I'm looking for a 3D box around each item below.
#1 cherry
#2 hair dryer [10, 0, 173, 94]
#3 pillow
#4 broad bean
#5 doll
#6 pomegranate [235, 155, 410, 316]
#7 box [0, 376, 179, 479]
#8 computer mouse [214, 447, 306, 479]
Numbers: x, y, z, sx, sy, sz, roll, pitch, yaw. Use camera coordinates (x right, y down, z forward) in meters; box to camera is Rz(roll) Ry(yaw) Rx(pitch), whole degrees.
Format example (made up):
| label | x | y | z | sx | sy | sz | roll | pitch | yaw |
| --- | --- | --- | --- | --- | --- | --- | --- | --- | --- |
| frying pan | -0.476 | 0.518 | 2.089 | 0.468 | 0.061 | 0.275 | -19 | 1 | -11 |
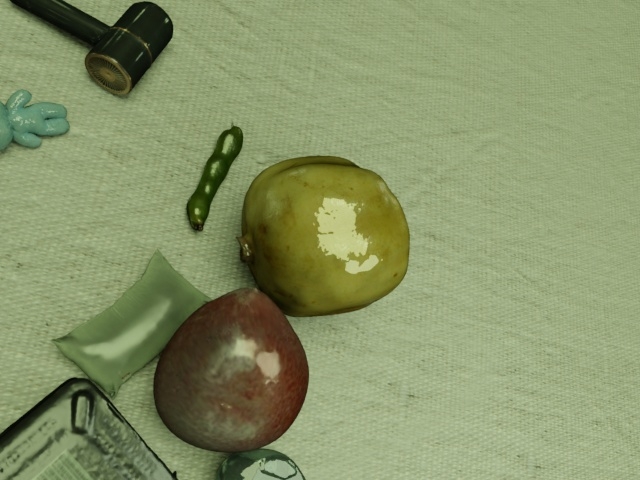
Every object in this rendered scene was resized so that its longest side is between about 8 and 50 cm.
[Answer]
| label | x | y | z | sx | sy | sz | roll | pitch | yaw |
| --- | --- | --- | --- | --- | --- | --- | --- | --- | --- |
| cherry | -0.142 | 0.223 | 1.045 | 0.261 | 0.308 | 0.221 | 10 | 23 | -20 |
| hair dryer | -0.487 | -0.454 | 1.242 | 0.352 | 0.107 | 0.189 | 29 | 60 | -5 |
| pillow | -0.323 | 0.140 | 1.094 | 0.144 | 0.078 | 0.254 | 46 | 61 | -2 |
| broad bean | -0.216 | -0.130 | 1.258 | 0.052 | 0.052 | 0.256 | 48 | 52 | -46 |
| doll | -0.560 | -0.220 | 1.136 | 0.179 | 0.075 | 0.120 | -20 | 110 | -48 |
| pomegranate | 0.000 | 0.000 | 1.154 | 0.332 | 0.332 | 0.333 | 8 | 68 | -21 |
| box | -0.389 | 0.400 | 0.956 | 0.289 | 0.073 | 0.290 | -42 | 101 | -31 |
| computer mouse | -0.049 | 0.519 | 1.071 | 0.167 | 0.090 | 0.379 | -40 | 95 | -29 |
